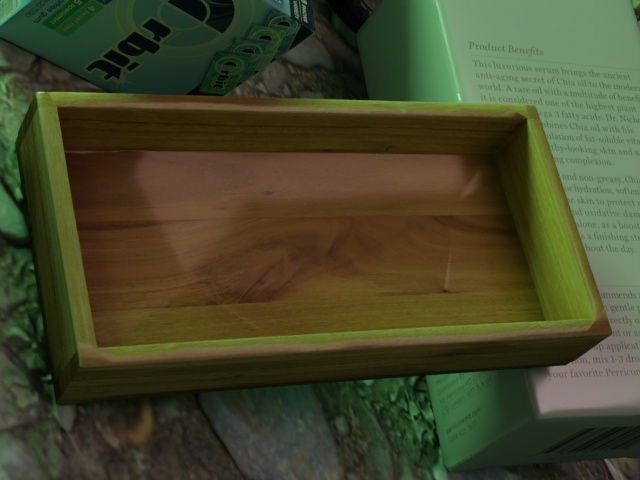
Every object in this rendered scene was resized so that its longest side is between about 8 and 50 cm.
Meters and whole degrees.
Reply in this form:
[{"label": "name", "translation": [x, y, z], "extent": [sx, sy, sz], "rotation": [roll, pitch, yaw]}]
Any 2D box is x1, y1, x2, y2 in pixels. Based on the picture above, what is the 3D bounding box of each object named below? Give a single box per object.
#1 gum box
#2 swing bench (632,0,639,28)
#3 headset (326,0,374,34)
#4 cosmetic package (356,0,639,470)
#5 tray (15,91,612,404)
[{"label": "gum box", "translation": [-0.124, -0.170, 1.023], "extent": [0.184, 0.157, 0.041], "rotation": [25, 47, -41]}, {"label": "swing bench", "translation": [0.316, -0.329, 1.732], "extent": [0.253, 0.165, 0.254], "rotation": [38, 44, -30]}, {"label": "headset", "translation": [0.063, -0.381, 1.409], "extent": [0.243, 0.185, 0.394], "rotation": [-32, 108, -17]}, {"label": "cosmetic package", "translation": [0.199, -0.032, 1.251], "extent": [0.230, 0.161, 0.453], "rotation": [2, 65, -25]}, {"label": "tray", "translation": [0.000, 0.000, 0.993], "extent": [0.411, 0.076, 0.202], "rotation": [-2, 64, -26]}]
